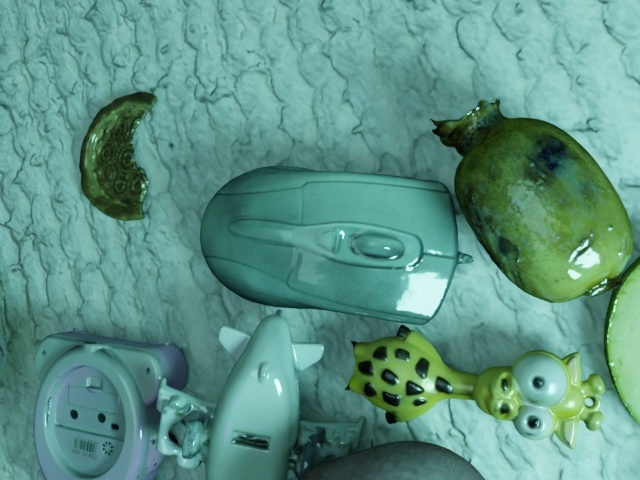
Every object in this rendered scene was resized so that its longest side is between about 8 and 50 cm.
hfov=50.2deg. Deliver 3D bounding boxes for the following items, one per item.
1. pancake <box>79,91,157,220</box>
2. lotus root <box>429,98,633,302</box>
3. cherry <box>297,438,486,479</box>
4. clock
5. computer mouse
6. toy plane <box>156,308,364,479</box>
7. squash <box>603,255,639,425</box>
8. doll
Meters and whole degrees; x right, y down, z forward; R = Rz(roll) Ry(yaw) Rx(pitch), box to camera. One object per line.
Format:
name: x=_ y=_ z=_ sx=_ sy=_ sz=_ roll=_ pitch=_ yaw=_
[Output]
pancake: x=-0.292 y=-0.122 z=1.024 sx=0.184 sy=0.020 sz=0.190 roll=-35 pitch=75 yaw=15
lotus root: x=0.224 y=-0.057 z=0.742 sx=0.154 sy=0.154 sz=0.278 roll=-37 pitch=74 yaw=16
cherry: x=0.075 y=0.351 z=0.720 sx=0.261 sy=0.221 sz=0.307 roll=-15 pitch=52 yaw=2
clock: x=-0.309 y=0.259 z=0.970 sx=0.228 sy=0.090 sz=0.247 roll=5 pitch=90 yaw=23
computer mouse: x=0.000 y=0.000 z=0.850 sx=0.371 sy=0.122 sz=0.188 roll=7 pitch=90 yaw=19
toy plane: x=-0.078 y=0.222 z=0.855 sx=0.267 sy=0.122 sz=0.266 roll=0 pitch=96 yaw=3
squash: x=0.422 y=0.112 z=0.704 sx=0.252 sy=0.049 sz=0.252 roll=-1 pitch=88 yaw=22
doll: x=0.168 y=0.167 z=0.783 sx=0.291 sy=0.086 sz=0.117 roll=6 pitch=92 yaw=22
